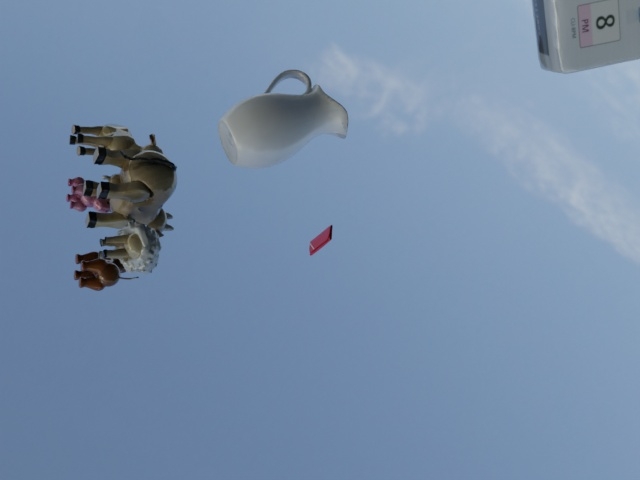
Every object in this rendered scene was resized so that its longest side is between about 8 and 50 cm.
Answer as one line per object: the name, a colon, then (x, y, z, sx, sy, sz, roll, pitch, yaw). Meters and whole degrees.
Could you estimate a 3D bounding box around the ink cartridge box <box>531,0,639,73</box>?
ink cartridge box: (0.263, -0.235, 0.607, 0.232, 0.189, 0.066, -11, -161, 1)

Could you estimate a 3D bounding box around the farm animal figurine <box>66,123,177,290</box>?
farm animal figurine: (-0.336, -0.082, 1.518, 0.172, 0.327, 0.330, 1, -103, -27)

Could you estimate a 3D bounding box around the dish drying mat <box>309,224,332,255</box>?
dish drying mat: (0.000, 0.000, 1.594, 0.008, 0.083, 0.032, 17, -119, -22)

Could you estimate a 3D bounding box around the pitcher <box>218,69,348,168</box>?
pitcher: (-0.081, -0.220, 1.503, 0.207, 0.125, 0.178, -21, -124, -20)
